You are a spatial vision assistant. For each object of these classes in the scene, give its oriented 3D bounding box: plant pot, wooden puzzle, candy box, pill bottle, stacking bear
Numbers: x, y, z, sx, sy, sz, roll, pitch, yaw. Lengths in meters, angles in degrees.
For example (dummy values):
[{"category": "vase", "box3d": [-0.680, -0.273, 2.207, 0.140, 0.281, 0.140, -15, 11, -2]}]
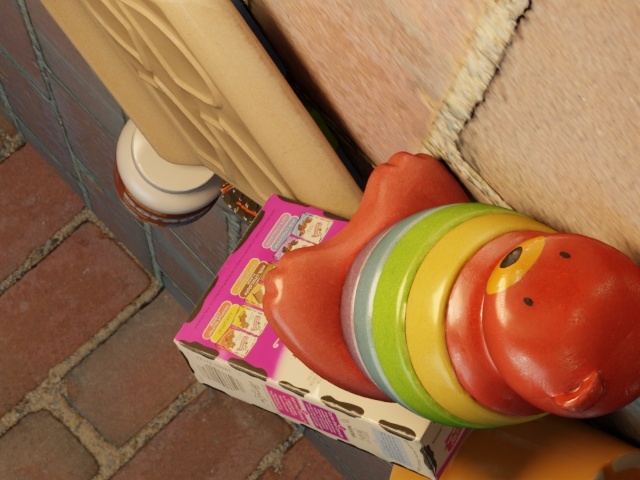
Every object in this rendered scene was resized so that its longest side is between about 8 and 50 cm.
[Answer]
[{"category": "plant pot", "box3d": [0.190, 0.225, 1.534, 0.205, 0.205, 0.188, 51, 155, -23]}, {"category": "wooden puzzle", "box3d": [-0.098, -0.145, 1.608, 0.348, 0.080, 0.322, 28, 159, 51]}, {"category": "candy box", "box3d": [0.025, 0.072, 1.478, 0.233, 0.159, 0.071, 20, 154, 30]}, {"category": "pill bottle", "box3d": [-0.153, -0.082, 1.942, 0.121, 0.121, 0.216, 47, 171, 0]}, {"category": "stacking bear", "box3d": [0.115, 0.048, 1.228, 0.164, 0.175, 0.289, 53, 162, -19]}]

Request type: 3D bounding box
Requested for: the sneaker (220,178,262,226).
[{"category": "sneaker", "box3d": [0.000, 0.000, 1.791, 0.221, 0.083, 0.087, 48, -174, 28]}]
